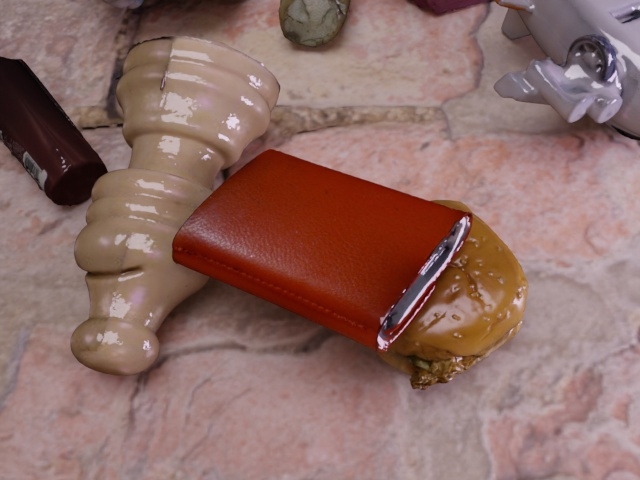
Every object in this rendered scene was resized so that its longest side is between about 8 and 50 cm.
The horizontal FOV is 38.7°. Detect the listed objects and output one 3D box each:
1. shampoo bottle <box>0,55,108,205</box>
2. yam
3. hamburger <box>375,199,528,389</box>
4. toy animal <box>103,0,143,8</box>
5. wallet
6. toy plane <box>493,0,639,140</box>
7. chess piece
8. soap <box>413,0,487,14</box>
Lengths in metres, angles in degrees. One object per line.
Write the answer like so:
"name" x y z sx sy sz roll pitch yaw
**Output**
"shampoo bottle" -0.299 -0.129 0.911 0.067 0.068 0.236 -8 49 -52
"yam" 0.014 -0.373 1.020 0.083 0.083 0.371 3 58 9
"hamburger" 0.094 0.041 0.753 0.138 0.083 0.147 -30 57 -6
"toy animal" -0.171 -0.347 0.975 0.204 0.156 0.208 -5 89 7
"wallet" 0.000 0.000 0.726 0.204 0.045 0.142 21 54 31
"toy plane" 0.263 -0.176 0.850 0.245 0.117 0.244 7 50 -8
"chess piece" -0.138 -0.026 0.813 0.124 0.139 0.307 -19 52 46
"soap" 0.168 -0.338 0.969 0.250 0.099 0.162 -17 66 -4
